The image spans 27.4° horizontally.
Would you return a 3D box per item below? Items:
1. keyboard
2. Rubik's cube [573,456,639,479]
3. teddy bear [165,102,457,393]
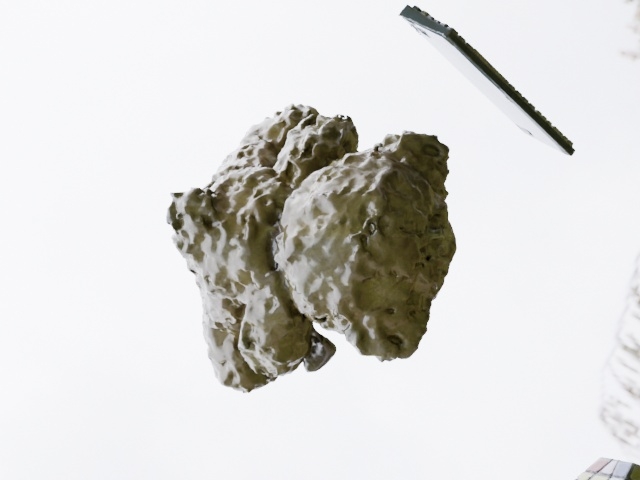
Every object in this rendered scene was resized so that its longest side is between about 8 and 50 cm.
[{"bbox_3d":[0.123,-0.113,0.944,0.176,0.055,0.014,34,-85,-43],"label":"keyboard"},{"bbox_3d":[0.232,0.217,0.990,0.111,0.093,0.111,-13,-57,-22],"label":"Rubik's cube"},{"bbox_3d":[0.000,0.000,1.096,0.156,0.256,0.267,21,-105,-56],"label":"teddy bear"}]
